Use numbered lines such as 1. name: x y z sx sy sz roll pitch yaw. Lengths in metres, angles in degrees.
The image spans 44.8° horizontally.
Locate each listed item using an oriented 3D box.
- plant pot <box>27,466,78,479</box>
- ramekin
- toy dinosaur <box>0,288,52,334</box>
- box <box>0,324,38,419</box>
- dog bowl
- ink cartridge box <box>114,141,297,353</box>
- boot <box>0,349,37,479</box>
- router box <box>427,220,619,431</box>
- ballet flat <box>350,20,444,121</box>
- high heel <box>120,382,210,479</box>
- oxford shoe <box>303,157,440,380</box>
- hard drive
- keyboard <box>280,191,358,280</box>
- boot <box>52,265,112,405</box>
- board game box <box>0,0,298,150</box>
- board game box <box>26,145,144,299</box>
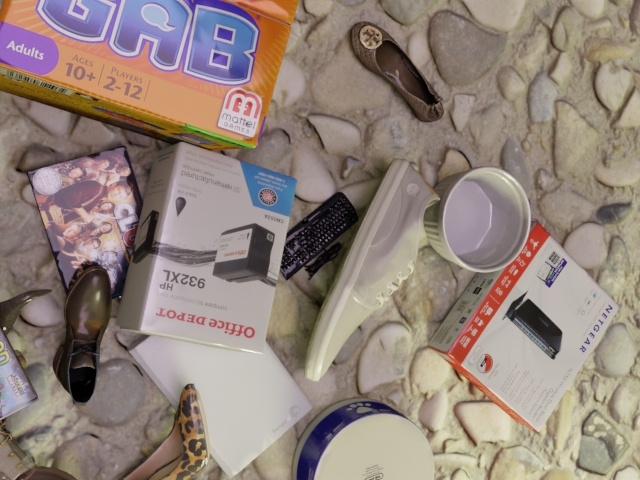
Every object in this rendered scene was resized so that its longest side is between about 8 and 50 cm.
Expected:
1. plant pot: -0.454 0.568 1.204 0.323 0.323 0.280 -29 123 -18
2. ramekin: 0.304 -0.043 1.552 0.207 0.109 0.207 -2 95 -22
3. toy dinosaur: -0.579 0.133 1.209 0.313 0.121 0.160 -17 113 -26
4. box: -0.519 0.172 1.153 0.114 0.036 0.207 -28 103 -20
5. dog bowl: 0.084 0.446 1.503 0.264 0.104 0.265 -2 95 -22
6. ink cartridge box: -0.187 0.019 1.299 0.223 0.129 0.307 16 79 -29
7. boot: -0.501 0.296 1.220 0.165 0.077 0.213 37 81 11
8. router box: 0.435 0.178 1.639 0.301 0.082 0.335 40 79 -21
9. ballet flat: 0.154 -0.323 1.492 0.250 0.058 0.084 46 76 -20
10. high heel: -0.286 0.365 1.321 0.186 0.093 0.261 -3 113 -17
11. oxford shoe: 0.097 0.061 1.438 0.130 0.169 0.449 27 79 -2
12. hard drive: -0.176 0.251 1.412 0.203 0.040 0.307 -38 107 -15
13. keyboard: 0.000 0.000 1.466 0.192 0.038 0.100 -40 108 -14
14. boot: -0.371 0.157 1.251 0.082 0.106 0.219 6 112 -33
15. board game box: -0.261 -0.354 1.152 0.356 0.356 0.356 16 89 -23
16. board game box: -0.373 -0.021 1.304 0.165 0.042 0.243 -19 102 -20
